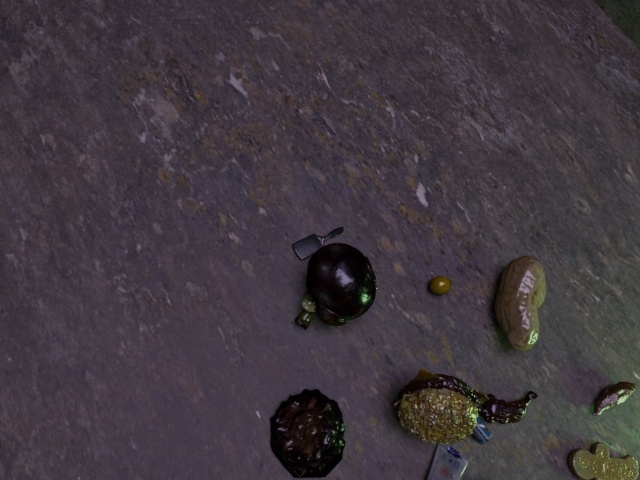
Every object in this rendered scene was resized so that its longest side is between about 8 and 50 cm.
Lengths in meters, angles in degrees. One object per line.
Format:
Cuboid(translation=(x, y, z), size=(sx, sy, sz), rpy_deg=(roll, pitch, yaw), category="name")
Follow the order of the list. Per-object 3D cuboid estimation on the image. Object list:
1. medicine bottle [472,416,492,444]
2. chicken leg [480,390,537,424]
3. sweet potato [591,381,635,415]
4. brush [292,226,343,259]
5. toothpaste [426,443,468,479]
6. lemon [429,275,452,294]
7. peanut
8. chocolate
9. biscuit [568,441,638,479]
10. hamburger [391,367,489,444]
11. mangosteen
Cuboid(translation=(0.428, 0.512, 1.268), size=(0.051, 0.051, 0.191), rpy_deg=(-34, 79, -22), category="medicine bottle")
Cuboid(translation=(0.577, 0.512, 1.301), size=(0.218, 0.048, 0.090), rpy_deg=(0, 72, -12), category="chicken leg")
Cuboid(translation=(0.947, 0.506, 1.377), size=(0.205, 0.068, 0.060), rpy_deg=(-28, 52, -15), category="sweet potato")
Cuboid(translation=(0.000, 0.000, 1.399), size=(0.193, 0.016, 0.063), rpy_deg=(-27, 77, -20), category="brush")
Cuboid(translation=(0.303, 0.718, 1.154), size=(0.100, 0.066, 0.323), rpy_deg=(33, 61, 8), category="toothpaste")
Cuboid(translation=(0.396, 0.147, 1.401), size=(0.083, 0.062, 0.062), rpy_deg=(-12, 71, -17), category="lemon")
Cuboid(translation=(0.660, 0.202, 1.398), size=(0.153, 0.140, 0.325), rpy_deg=(23, 66, -21), category="peanut")
Cuboid(translation=(-0.023, 0.499, 1.107), size=(0.206, 0.177, 0.224), rpy_deg=(5, 66, -10), category="chocolate")
Cuboid(translation=(0.866, 0.701, 1.298), size=(0.234, 0.030, 0.153), rpy_deg=(15, 65, -5), category="biscuit")
Cuboid(translation=(0.327, 0.472, 1.167), size=(0.261, 0.243, 0.139), rpy_deg=(16, 42, -3), category="hamburger")
Cuboid(translation=(0.028, 0.144, 1.254), size=(0.289, 0.231, 0.231), rpy_deg=(-36, 78, 4), category="mangosteen")
